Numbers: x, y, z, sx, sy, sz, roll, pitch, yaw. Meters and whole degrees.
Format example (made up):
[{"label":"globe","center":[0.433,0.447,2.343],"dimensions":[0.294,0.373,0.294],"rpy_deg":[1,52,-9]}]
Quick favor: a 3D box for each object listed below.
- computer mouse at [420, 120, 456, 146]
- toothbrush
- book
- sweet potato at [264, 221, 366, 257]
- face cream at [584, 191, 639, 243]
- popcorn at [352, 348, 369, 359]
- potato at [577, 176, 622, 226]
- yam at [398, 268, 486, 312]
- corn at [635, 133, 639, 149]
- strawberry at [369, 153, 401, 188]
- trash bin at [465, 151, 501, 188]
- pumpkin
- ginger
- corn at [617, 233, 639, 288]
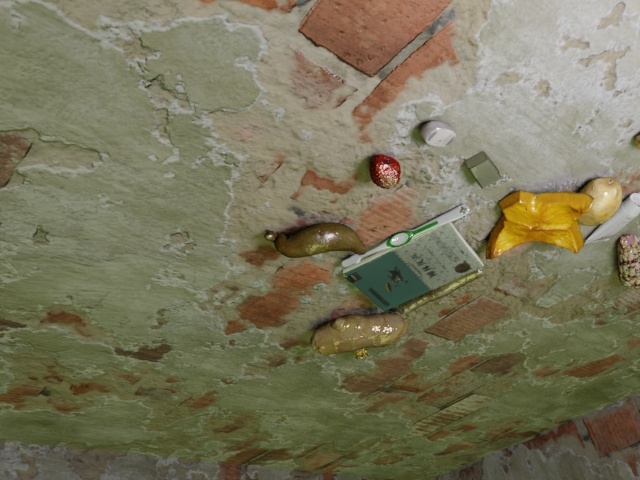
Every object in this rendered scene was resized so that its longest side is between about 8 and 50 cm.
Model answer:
[{"label":"computer mouse","center":[0.283,-0.261,1.450],"dimensions":[0.096,0.039,0.066],"rpy_deg":[7,141,-35]},{"label":"toothbrush","center":[0.245,-0.008,1.771],"dimensions":[0.418,0.042,0.040],"rpy_deg":[-26,171,20]},{"label":"book","center":[0.292,0.087,1.899],"dimensions":[0.379,0.031,0.264],"rpy_deg":[-29,131,23]},{"label":"sweet potato","center":[-0.001,-0.001,1.677],"dimensions":[0.310,0.098,0.124],"rpy_deg":[0,164,-17]},{"label":"face cream","center":[0.922,-0.059,1.868],"dimensions":[0.092,0.058,0.244],"rpy_deg":[-6,150,-14]},{"label":"popcorn","center":[0.147,0.417,2.284],"dimensions":[0.057,0.083,0.082],"rpy_deg":[-32,123,-15]},{"label":"potato","center":[0.796,-0.107,1.724],"dimensions":[0.118,0.109,0.178],"rpy_deg":[-24,152,-17]},{"label":"yam","center":[0.400,0.156,2.005],"dimensions":[0.317,0.067,0.071],"rpy_deg":[-31,177,21]},{"label":"corn","center":[0.931,-0.268,1.577],"dimensions":[0.207,0.068,0.068],"rpy_deg":[-7,143,-6]},{"label":"strawberry","center":[0.161,-0.174,1.504],"dimensions":[0.083,0.083,0.096],"rpy_deg":[-19,134,12]},{"label":"trash bin","center":[0.429,-0.188,1.582],"dimensions":[0.061,0.043,0.092],"rpy_deg":[-28,137,22]},{"label":"pumpkin","center":[0.625,-0.047,1.744],"dimensions":[0.290,0.095,0.258],"rpy_deg":[-2,142,17]},{"label":"ginger","center":[0.137,0.325,2.125],"dimensions":[0.354,0.126,0.190],"rpy_deg":[-8,133,-8]},{"label":"corn","center":[1.057,0.075,2.045],"dimensions":[0.092,0.092,0.280],"rpy_deg":[-23,140,16]}]
